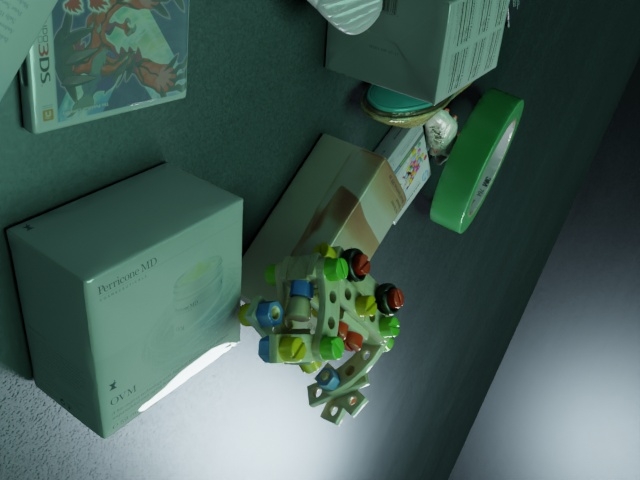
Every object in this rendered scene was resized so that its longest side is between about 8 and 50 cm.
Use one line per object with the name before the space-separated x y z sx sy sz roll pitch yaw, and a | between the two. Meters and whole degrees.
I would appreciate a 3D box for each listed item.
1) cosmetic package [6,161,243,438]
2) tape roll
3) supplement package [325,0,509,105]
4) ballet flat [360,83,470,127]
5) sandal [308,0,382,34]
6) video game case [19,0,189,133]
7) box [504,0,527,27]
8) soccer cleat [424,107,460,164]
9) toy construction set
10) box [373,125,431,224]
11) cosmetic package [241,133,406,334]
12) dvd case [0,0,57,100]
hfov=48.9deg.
cosmetic package | -0.212 0.061 0.820 0.224 0.138 0.224 -34 138 -44
tape roll | 0.347 -0.174 1.561 0.321 0.077 0.321 -54 162 -28
supplement package | 0.146 -0.324 1.042 0.203 0.194 0.149 -36 142 -42
ballet flat | 0.189 -0.270 1.256 0.348 0.123 0.123 -43 145 -34
sandal | -0.019 -0.353 0.865 0.102 0.076 0.265 -43 140 6
video game case | -0.212 -0.215 0.712 0.201 0.023 0.183 -29 137 -47
box | 0.351 -0.522 1.331 0.158 0.093 0.156 -53 150 -17
soccer cleat | 0.243 -0.214 1.435 0.076 0.068 0.196 -59 154 -3
toy construction set | 0.019 0.131 0.981 0.327 0.151 0.215 60 37 -52
box | 0.155 -0.139 1.376 0.145 0.038 0.186 -53 151 -19
cosmetic package | 0.000 0.000 1.131 0.296 0.129 0.153 -58 151 -10
dvd case | -0.306 -0.190 0.549 0.253 0.022 0.180 -60 147 0
